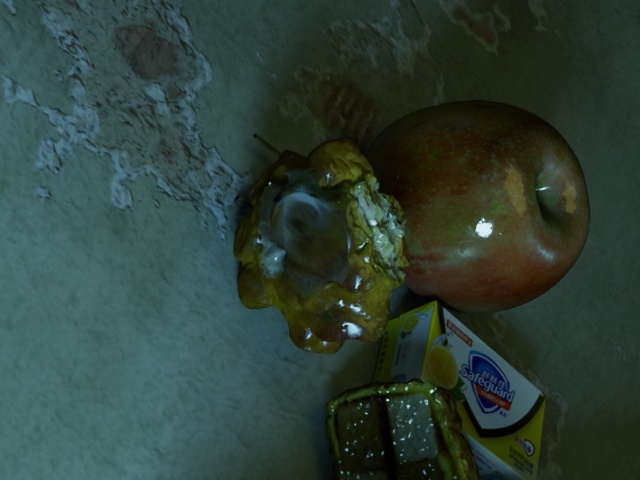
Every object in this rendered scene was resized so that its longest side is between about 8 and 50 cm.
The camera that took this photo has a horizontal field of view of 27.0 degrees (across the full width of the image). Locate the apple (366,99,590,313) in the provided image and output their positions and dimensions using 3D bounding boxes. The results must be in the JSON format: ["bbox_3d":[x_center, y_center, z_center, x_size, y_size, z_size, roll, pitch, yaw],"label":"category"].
[{"bbox_3d":[0.228,-0.054,1.911,0.319,0.277,0.319,27,53,-43],"label":"apple"}]

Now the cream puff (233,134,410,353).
[{"bbox_3d":[0.000,0.000,1.651,0.155,0.241,0.268,3,108,-63],"label":"cream puff"}]

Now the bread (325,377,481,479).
[{"bbox_3d":[0.107,0.284,1.682,0.096,0.182,0.222,31,45,-68],"label":"bread"}]

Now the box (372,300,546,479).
[{"bbox_3d":[0.195,0.229,1.873,0.265,0.097,0.168,42,45,-27],"label":"box"}]

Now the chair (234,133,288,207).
[{"bbox_3d":[-0.005,-0.060,1.804,0.222,0.104,0.095,34,31,-30],"label":"chair"}]
